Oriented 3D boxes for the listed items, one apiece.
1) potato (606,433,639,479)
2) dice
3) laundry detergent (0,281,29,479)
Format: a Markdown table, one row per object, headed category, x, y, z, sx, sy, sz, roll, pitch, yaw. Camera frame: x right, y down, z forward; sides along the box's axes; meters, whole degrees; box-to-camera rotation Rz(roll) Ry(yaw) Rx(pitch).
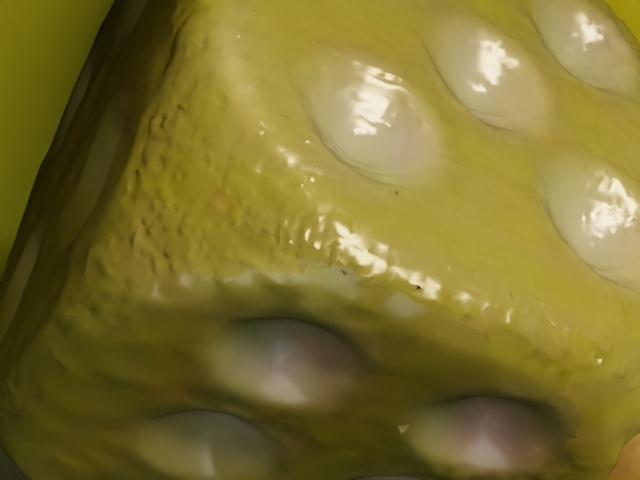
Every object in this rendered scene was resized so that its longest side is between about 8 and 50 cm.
| category | x | y | z | sx | sy | sz | roll | pitch | yaw |
| --- | --- | --- | --- | --- | --- | --- | --- | --- | --- |
| potato | 0.190 | 0.153 | 0.738 | 0.150 | 0.146 | 0.234 | 56 | 144 | 15 |
| dice | 0.000 | 0.000 | 0.534 | 0.227 | 0.233 | 0.238 | 21 | 137 | -18 |
| laundry detergent | -0.074 | 0.090 | 0.735 | 0.254 | 0.091 | 0.181 | -3 | 127 | 8 |
